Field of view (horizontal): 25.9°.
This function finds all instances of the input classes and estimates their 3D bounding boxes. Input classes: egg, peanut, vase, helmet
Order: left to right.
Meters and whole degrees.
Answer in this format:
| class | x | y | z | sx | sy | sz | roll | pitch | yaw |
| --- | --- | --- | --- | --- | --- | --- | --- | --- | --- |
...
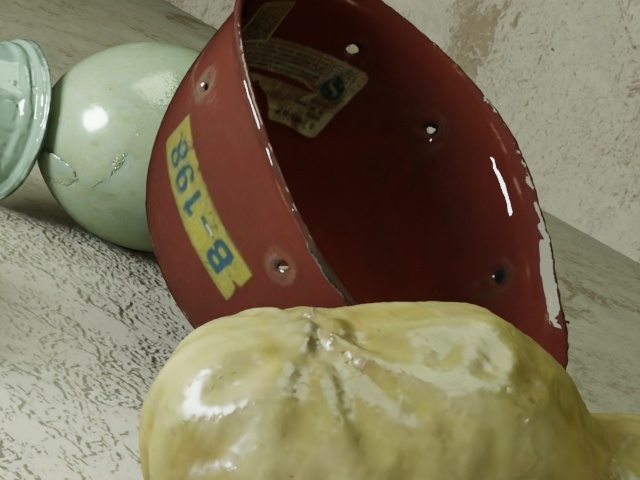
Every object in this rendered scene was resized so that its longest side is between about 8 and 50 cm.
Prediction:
| class | x | y | z | sx | sy | sz | roll | pitch | yaw |
| --- | --- | --- | --- | --- | --- | --- | --- | --- | --- |
| vase | -0.378 | -0.125 | 1.101 | 0.298 | 0.143 | 0.143 | 11 | 19 | -38 |
| egg | -0.143 | -0.083 | 1.245 | 0.186 | 0.187 | 0.253 | 33 | 19 | 32 |
| helmet | 0.000 | 0.000 | 1.075 | 0.337 | 0.230 | 0.385 | -1 | 62 | -53 |
| peanut | 0.085 | 0.137 | 0.767 | 0.387 | 0.192 | 0.169 | 21 | 6 | -21 |
